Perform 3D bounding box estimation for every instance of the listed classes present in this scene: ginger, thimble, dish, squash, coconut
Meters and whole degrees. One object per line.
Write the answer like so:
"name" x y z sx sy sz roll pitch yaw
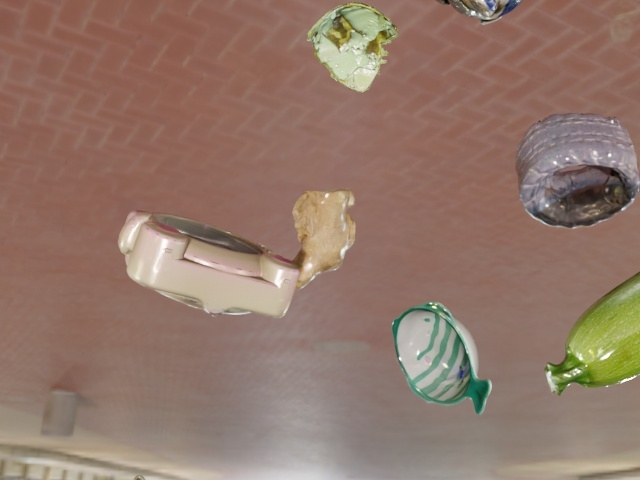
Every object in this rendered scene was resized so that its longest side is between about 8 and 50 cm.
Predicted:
"ginger" 0.005 -0.001 1.365 0.137 0.214 0.074 3 -163 -22
"thimble" 0.521 -0.151 1.457 0.236 0.172 0.205 -18 130 27
"dish" 0.246 0.217 1.358 0.078 0.246 0.224 -16 130 -36
"squash" 0.433 0.067 0.843 0.394 0.107 0.107 -28 160 -8
"coconut" 0.049 -0.302 1.081 0.133 0.055 0.158 -31 141 -2

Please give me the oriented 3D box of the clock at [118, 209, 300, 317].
"clock" -0.209 0.029 1.236 0.283 0.114 0.309 15 -172 -27

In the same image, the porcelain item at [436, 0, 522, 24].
"porcelain item" 0.205 -0.445 0.990 0.288 0.186 0.138 34 -175 -35

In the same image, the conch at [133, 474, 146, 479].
"conch" -0.404 0.572 1.212 0.169 0.387 0.203 9 -161 -7
